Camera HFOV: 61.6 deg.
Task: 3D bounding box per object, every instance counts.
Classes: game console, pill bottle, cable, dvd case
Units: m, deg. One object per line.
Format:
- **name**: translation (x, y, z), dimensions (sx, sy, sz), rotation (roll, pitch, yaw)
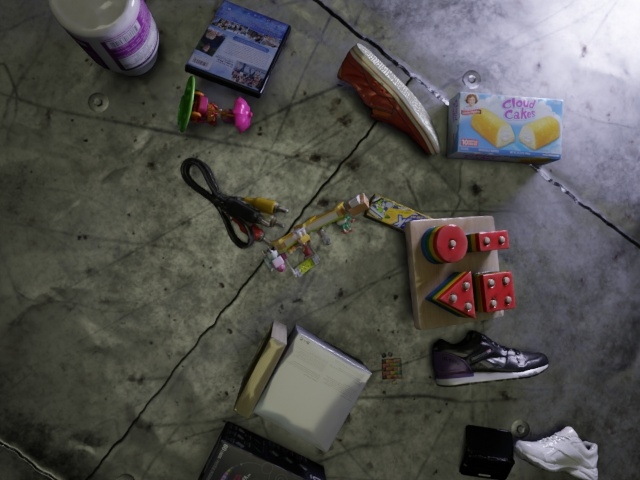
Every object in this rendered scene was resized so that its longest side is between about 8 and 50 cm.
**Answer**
- **game console**: translation (0.417, 0.536, 1.353), dimensions (0.122, 0.071, 0.107), rotation (10, 117, -3)
- **pill bottle**: translation (-0.451, -0.468, 1.170), dimensions (0.170, 0.301, 0.169), rotation (0, 89, -5)
- **cable**: translation (-0.226, -0.086, 1.315), dimensions (0.287, 0.072, 0.139), rotation (32, 103, 9)
- **dvd case**: translation (-0.189, -0.458, 1.276), dimensions (0.181, 0.022, 0.252), rotation (20, 59, -4)

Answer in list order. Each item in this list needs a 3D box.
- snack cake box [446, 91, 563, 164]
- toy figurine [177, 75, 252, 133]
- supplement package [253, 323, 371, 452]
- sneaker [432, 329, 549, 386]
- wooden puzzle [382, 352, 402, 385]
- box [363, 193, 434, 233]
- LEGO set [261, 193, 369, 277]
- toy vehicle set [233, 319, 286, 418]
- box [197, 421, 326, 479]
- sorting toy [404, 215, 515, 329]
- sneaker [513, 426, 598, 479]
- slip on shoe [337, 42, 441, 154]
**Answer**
- **snack cake box**: translation (0.458, -0.278, 1.344), dimensions (0.265, 0.089, 0.152), rotation (3, 89, -5)
- **toy figurine**: translation (-0.246, -0.300, 1.276), dimensions (0.159, 0.173, 0.130), rotation (9, 88, -24)
- **supplement package**: translation (-0.023, 0.337, 1.255), dimensions (0.194, 0.149, 0.203), rotation (31, 86, -3)
- **sneaker**: translation (0.418, 0.279, 1.319), dimensions (0.284, 0.107, 0.124), rotation (-6, 83, -5)
- **wooden puzzle**: translation (0.179, 0.321, 1.343), dimensions (0.050, 0.006, 0.083), rotation (-2, 88, -5)
- **box**: translation (0.197, -0.054, 1.333), dimensions (0.169, 0.054, 0.059), rotation (23, 86, -3)
- **LEGO set**: translation (0.000, 0.000, 1.287), dimensions (0.287, 0.132, 0.107), rotation (-31, 99, -11)
- **toy vehicle set**: translation (-0.129, 0.273, 1.191), dimensions (0.035, 0.267, 0.165), rotation (28, 88, -3)
- **box**: translation (-0.139, 0.566, 1.242), dimensions (0.271, 0.143, 0.165), rotation (26, 87, -4)
- **sorting toy**: translation (0.342, 0.071, 1.281), dimensions (0.256, 0.089, 0.256), rotation (-4, 88, -25)
- **sneaker**: translation (0.586, 0.516, 1.337), dimensions (0.232, 0.090, 0.115), rotation (18, 79, -15)
- **slip on shoe**: translation (0.173, -0.331, 1.323), dimensions (0.331, 0.123, 0.101), rotation (44, 118, -7)
